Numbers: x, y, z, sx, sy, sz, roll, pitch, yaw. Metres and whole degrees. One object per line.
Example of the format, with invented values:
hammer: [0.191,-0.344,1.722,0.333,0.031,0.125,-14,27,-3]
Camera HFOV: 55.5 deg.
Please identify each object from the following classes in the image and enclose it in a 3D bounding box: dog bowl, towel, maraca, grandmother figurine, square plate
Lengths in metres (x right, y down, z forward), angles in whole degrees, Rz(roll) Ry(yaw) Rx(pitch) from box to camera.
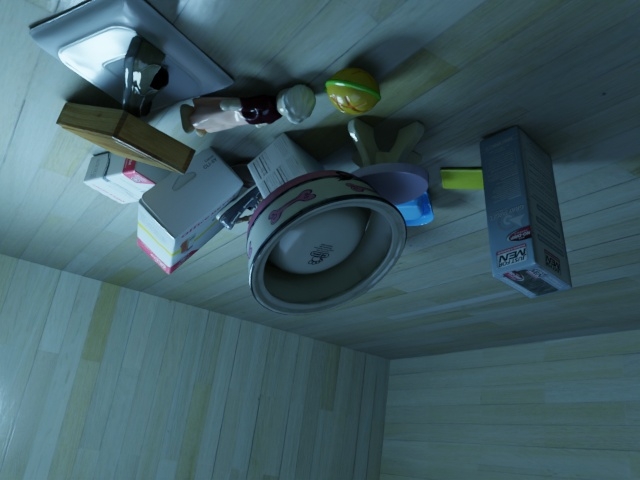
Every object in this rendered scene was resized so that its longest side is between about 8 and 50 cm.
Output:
dog bowl: [0.247,-0.136,1.836,0.166,0.074,0.297,-1,158,23]
towel: [0.463,-0.178,1.726,0.237,0.021,0.102,2,153,18]
maraca: [0.069,-0.334,1.373,0.127,0.099,0.185,19,-177,-12]
grandmother figurine: [-0.175,-0.321,1.495,0.342,0.104,0.208,-4,-172,21]
dog bowl: [0.000,0.000,1.509,0.408,0.150,0.408,-17,141,-14]
square plate: [-0.439,-0.412,1.420,0.344,0.049,0.347,-6,155,33]

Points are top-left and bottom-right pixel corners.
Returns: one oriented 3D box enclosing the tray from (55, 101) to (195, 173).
tray: [-0.515,-0.268,1.575,0.203,0.076,0.411,27,174,-41]

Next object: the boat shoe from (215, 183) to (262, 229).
boat shoe: [-0.218,-0.109,1.848,0.065,0.206,0.075,50,165,6]

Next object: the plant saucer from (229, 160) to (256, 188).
plant saucer: [-0.206,-0.205,1.890,0.168,0.029,0.168,6,159,2]

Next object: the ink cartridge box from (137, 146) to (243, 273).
ink cartridge box: [-0.415,-0.081,1.897,0.160,0.279,0.385,46,156,2]

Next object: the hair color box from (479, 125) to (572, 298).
hair color box: [0.496,-0.069,1.484,0.113,0.374,0.185,-23,144,39]

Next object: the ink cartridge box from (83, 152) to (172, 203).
ink cartridge box: [-0.601,-0.205,1.936,0.237,0.100,0.172,-6,155,31]

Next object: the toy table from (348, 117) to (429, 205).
toy table: [0.169,-0.197,1.588,0.274,0.161,0.252,-9,153,40]

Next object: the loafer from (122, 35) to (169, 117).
loafer: [-0.390,-0.348,1.365,0.087,0.094,0.251,17,158,-10]

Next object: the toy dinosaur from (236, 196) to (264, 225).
toy dinosaur: [-0.148,-0.070,1.967,0.200,0.127,0.295,21,180,11]

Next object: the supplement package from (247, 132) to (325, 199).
supplement package: [-0.049,-0.127,1.670,0.145,0.262,0.204,-39,141,14]
